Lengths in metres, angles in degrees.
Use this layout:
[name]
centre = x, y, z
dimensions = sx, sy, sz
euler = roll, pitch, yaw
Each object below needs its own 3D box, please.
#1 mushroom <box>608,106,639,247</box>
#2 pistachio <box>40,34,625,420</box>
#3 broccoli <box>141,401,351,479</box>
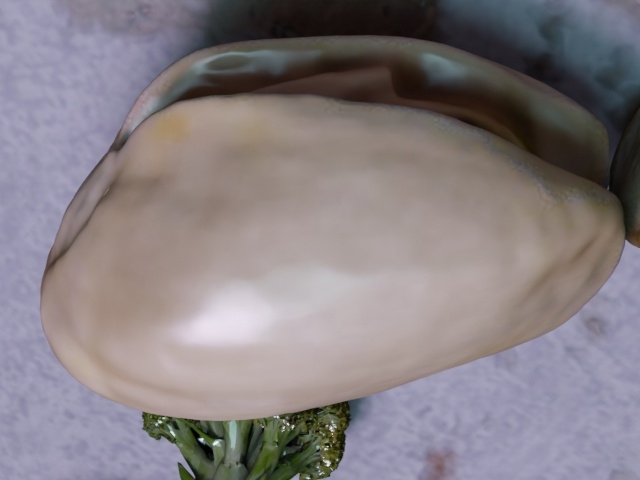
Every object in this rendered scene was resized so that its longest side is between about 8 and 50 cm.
[mushroom]
centre = 0.258, -0.026, 0.805
dimensions = 0.212, 0.088, 0.097
euler = 15, 118, 11
[pistachio]
centre = 0.000, 0.000, 0.821
dimensions = 0.318, 0.193, 0.214
euler = -6, 127, 12
[broccoli]
centre = -0.046, 0.113, 0.960
dimensions = 0.130, 0.120, 0.131
euler = 6, 151, 1
